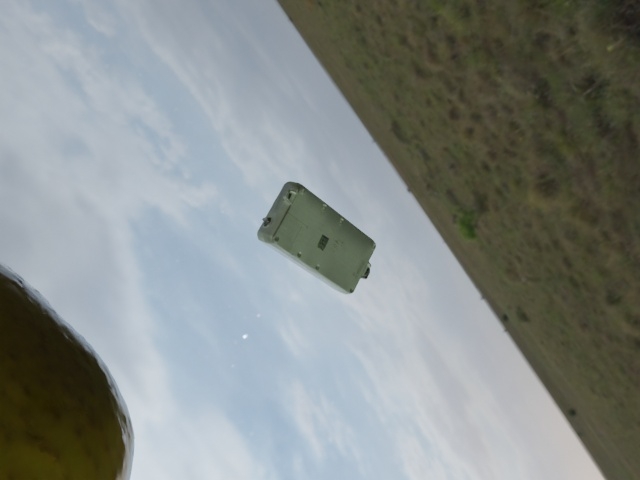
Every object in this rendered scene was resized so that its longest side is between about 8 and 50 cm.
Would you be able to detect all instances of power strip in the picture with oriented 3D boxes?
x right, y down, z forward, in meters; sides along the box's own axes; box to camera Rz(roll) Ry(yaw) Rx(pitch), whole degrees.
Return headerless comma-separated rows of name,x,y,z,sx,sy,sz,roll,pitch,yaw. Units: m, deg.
power strip,0.000,0.000,0.406,0.016,0.040,0.090,18,167,47

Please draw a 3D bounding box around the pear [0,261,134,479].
pear,-0.306,0.157,0.325,0.362,0.418,0.362,31,130,45
